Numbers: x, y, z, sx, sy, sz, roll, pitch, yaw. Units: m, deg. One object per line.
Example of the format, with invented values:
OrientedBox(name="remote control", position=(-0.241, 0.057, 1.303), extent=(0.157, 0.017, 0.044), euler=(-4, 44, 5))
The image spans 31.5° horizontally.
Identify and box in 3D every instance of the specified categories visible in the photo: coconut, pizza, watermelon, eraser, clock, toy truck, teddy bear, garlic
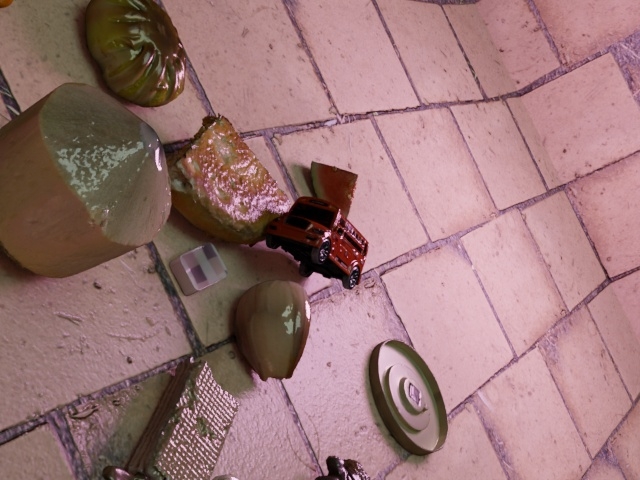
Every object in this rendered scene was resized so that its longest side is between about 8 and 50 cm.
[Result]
OrientedBox(name="coconut", position=(-0.312, -0.082, 1.495), extent=(0.239, 0.244, 0.239), euler=(38, 38, -37))
OrientedBox(name="pizza", position=(-0.167, -0.102, 1.917), extent=(0.335, 0.086, 0.226), euler=(15, 58, -54))
OrientedBox(name="watermelon", position=(0.034, -0.114, 2.260), extent=(0.135, 0.094, 0.125), euler=(44, 41, -23))
OrientedBox(name="eraser", position=(-0.194, 0.045, 1.815), extent=(0.065, 0.026, 0.105), euler=(60, 29, -1))
OrientedBox(name="clock", position=(0.174, 0.302, 2.208), extent=(0.235, 0.029, 0.235), euler=(40, 36, -37))
OrientedBox(name="toy truck", position=(0.000, 0.000, 2.001), extent=(0.114, 0.107, 0.253), euler=(-68, 156, -11))
OrientedBox(name="teddy bear", position=(0.048, 0.406, 1.860), extent=(0.160, 0.078, 0.119), euler=(3, 68, -60))
OrientedBox(name="garlic", position=(-0.069, 0.122, 1.869), extent=(0.128, 0.115, 0.207), euler=(41, 32, -24))

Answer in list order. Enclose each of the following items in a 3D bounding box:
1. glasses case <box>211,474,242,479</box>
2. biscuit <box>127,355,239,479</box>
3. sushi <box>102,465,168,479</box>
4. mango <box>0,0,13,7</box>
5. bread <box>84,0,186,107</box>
OrientedBox(name="glasses case", position=(-0.102, 0.400, 1.617), extent=(0.204, 0.051, 0.081), euler=(50, 36, -47))
OrientedBox(name="biscuit", position=(-0.189, 0.273, 1.594), extent=(0.108, 0.062, 0.239), euler=(52, 30, -20))
OrientedBox(name="sushi", position=(-0.202, 0.393, 1.307), extent=(0.238, 0.218, 0.225), euler=(32, 37, -45))
OrientedBox(name="mango", position=(-0.510, -0.402, 1.617), extent=(0.190, 0.075, 0.098), euler=(36, 32, -30))
OrientedBox(name="bread", position=(-0.295, -0.323, 1.879), extent=(0.213, 0.105, 0.213), euler=(43, 31, -35))
